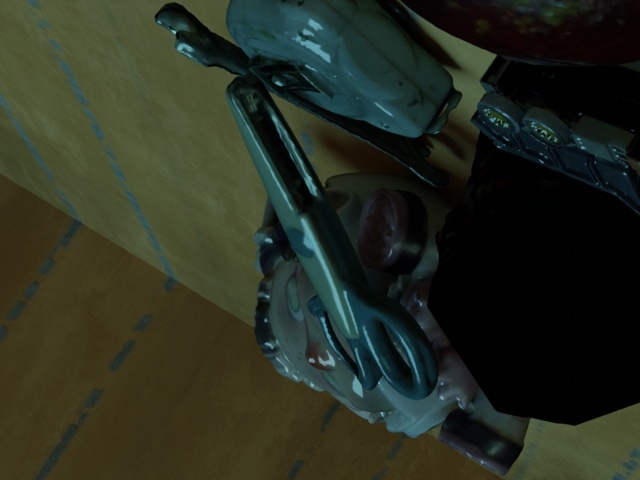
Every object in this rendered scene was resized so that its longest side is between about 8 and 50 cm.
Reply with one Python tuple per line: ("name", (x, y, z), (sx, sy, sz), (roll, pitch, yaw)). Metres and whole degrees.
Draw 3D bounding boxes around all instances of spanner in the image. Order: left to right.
("spanner", (-0.007, -0.110, 1.347), (0.302, 0.017, 0.071), (25, -153, -36))

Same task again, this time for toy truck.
("toy truck", (0.185, -0.076, 1.049), (0.192, 0.083, 0.092), (25, 165, 35))

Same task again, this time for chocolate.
("chocolate", (0.187, -0.013, 1.246), (0.224, 0.206, 0.177), (55, -159, -36))

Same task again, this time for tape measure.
("tape measure", (-0.049, -0.188, 1.194), (0.330, 0.084, 0.164), (39, 162, -33))

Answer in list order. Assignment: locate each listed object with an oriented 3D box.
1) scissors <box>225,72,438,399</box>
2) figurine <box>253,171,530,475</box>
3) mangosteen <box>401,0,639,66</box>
("scissors", (0.000, 0.000, 1.309), (0.138, 0.041, 0.289), (5, 128, 58))
("figurine", (0.084, 0.063, 1.493), (0.361, 0.211, 0.253), (3, 105, 63))
("mangosteen", (0.103, -0.178, 0.644), (0.215, 0.215, 0.257), (33, -161, 0))
